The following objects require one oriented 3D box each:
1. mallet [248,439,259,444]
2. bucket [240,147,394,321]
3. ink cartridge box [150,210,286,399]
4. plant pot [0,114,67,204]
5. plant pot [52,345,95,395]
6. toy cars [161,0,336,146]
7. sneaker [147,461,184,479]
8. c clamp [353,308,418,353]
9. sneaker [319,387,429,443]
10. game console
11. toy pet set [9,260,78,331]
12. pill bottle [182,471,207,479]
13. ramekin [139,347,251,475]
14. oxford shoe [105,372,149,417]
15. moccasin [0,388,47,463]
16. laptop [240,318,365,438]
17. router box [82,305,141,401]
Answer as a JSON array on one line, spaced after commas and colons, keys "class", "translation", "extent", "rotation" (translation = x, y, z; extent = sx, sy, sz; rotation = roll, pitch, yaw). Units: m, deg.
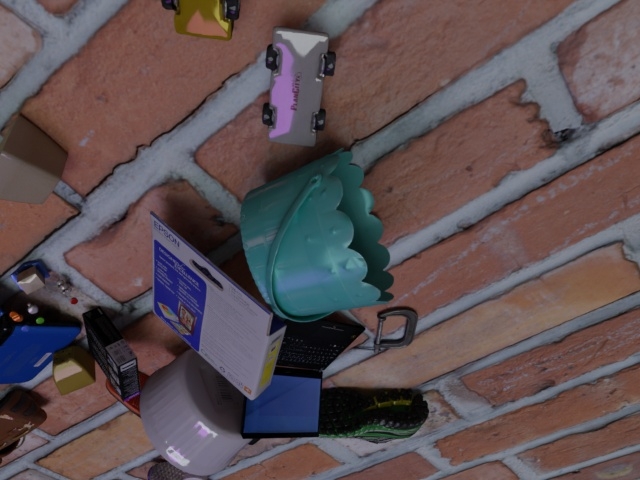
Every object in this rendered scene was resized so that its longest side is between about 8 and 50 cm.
[{"class": "mallet", "translation": [-0.253, 0.531, 1.408], "extent": [0.190, 0.039, 0.062], "rotation": [25, 121, -14]}, {"class": "bucket", "translation": [0.000, 0.000, 0.847], "extent": [0.183, 0.281, 0.281], "rotation": [-17, 127, 17]}, {"class": "ink cartridge box", "translation": [-0.203, 0.123, 0.946], "extent": [0.304, 0.072, 0.307], "rotation": [37, 135, 19]}, {"class": "plant pot", "translation": [-0.501, -0.125, 0.844], "extent": [0.096, 0.109, 0.109], "rotation": [30, 123, -36]}, {"class": "plant pot", "translation": [-0.594, 0.300, 1.177], "extent": [0.082, 0.081, 0.083], "rotation": [-20, 128, -13]}, {"class": "toy cars", "translation": [-0.093, -0.310, 0.712], "extent": [0.177, 0.087, 0.393], "rotation": [-24, 128, 24]}, {"class": "sneaker", "translation": [-0.455, 0.816, 1.589], "extent": [0.146, 0.102, 0.293], "rotation": [-32, 121, 28]}, {"class": "c clamp", "translation": [0.158, 0.217, 1.165], "extent": [0.137, 0.022, 0.160], "rotation": [6, 129, -5]}, {"class": "sneaker", "translation": [0.107, 0.486, 1.309], "extent": [0.344, 0.134, 0.146], "rotation": [2, 129, -3]}, {"class": "game console", "translation": [-0.750, 0.202, 1.147], "extent": [0.293, 0.173, 0.250], "rotation": [-38, 151, 26]}, {"class": "toy pet set", "translation": [-0.600, 0.107, 1.044], "extent": [0.122, 0.065, 0.114], "rotation": [-30, 126, -15]}, {"class": "pill bottle", "translation": [-0.337, 0.599, 1.378], "extent": [0.087, 0.160, 0.087], "rotation": [0, 128, -1]}, {"class": "ramekin", "translation": [-0.255, 0.372, 1.136], "extent": [0.277, 0.277, 0.135], "rotation": [38, 112, -26]}, {"class": "oxford shoe", "translation": [-0.462, 0.429, 1.288], "extent": [0.098, 0.096, 0.271], "rotation": [-25, 125, 25]}, {"class": "moccasin", "translation": [-0.891, 0.545, 1.361], "extent": [0.380, 0.139, 0.147], "rotation": [-38, 111, 15]}, {"class": "laptop", "translation": [-0.032, 0.310, 1.105], "extent": [0.234, 0.136, 0.264], "rotation": [19, 121, -42]}, {"class": "router box", "translation": [-0.467, 0.253, 1.105], "extent": [0.046, 0.179, 0.133], "rotation": [-24, 141, -37]}]
